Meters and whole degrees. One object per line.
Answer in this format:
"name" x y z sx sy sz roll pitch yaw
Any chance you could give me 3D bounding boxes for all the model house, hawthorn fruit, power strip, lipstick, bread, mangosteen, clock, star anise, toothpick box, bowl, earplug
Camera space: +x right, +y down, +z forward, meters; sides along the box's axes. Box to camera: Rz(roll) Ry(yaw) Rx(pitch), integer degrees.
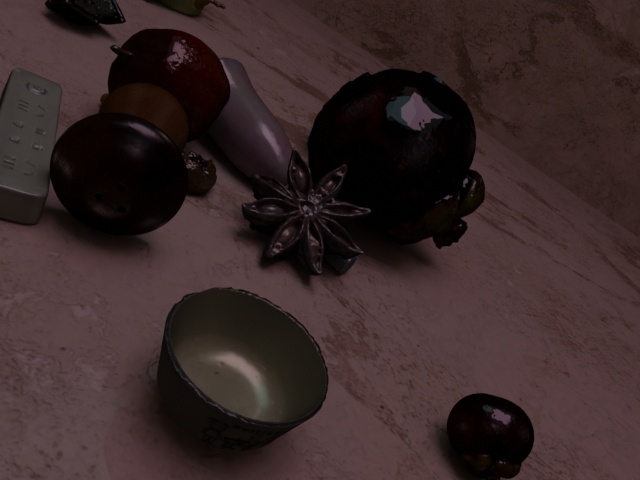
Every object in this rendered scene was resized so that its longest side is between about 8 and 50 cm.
"model house" -0.593 -0.570 1.413 0.166 0.106 0.152 8 27 33
"hawthorn fruit" -0.297 -0.304 1.105 0.250 0.215 0.215 30 21 -48
"power strip" -0.470 -0.170 0.922 0.091 0.062 0.385 18 32 -32
"lipstick" 0.000 0.000 1.153 0.158 0.048 0.048 43 29 17
"bread" -0.245 -0.131 1.095 0.113 0.060 0.082 13 32 -36
"mangosteen" 0.184 -0.187 1.299 0.422 0.381 0.381 23 29 -21
"clock" -0.476 -0.845 1.950 0.308 0.096 0.235 8 36 -39
"star anise" -0.031 -0.046 1.091 0.223 0.109 0.235 -25 82 -18
"toothpick box" -0.296 -0.137 0.917 0.192 0.192 0.294 23 28 -18
"bowl" -0.106 0.168 0.709 0.212 0.112 0.211 25 28 -14
"earplug" -0.159 -0.230 1.261 0.172 0.172 0.301 -10 57 -52
"mangosteen" 0.255 0.303 0.875 0.140 0.140 0.140 25 29 -15

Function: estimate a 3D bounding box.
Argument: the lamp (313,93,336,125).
"lamp" 0.094 -0.296 1.562 0.227 0.226 0.226 25 29 -15

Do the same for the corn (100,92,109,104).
"corn" -0.411 -0.263 1.158 0.037 0.037 0.092 0 39 -46
